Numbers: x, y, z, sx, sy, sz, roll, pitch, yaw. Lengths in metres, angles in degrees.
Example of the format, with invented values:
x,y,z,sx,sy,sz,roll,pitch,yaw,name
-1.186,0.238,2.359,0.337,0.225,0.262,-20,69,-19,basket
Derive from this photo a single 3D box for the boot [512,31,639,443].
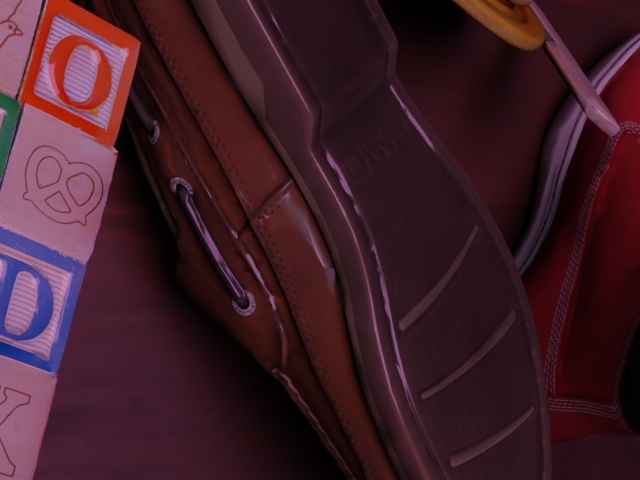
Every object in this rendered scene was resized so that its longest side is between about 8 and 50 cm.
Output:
x,y,z,sx,sy,sz,roll,pitch,yaw,name
0.174,-0.011,0.664,0.088,0.176,0.244,38,66,-23,boot

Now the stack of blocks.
x,y,z,sx,sy,sz,roll,pitch,yaw,name
-0.211,-0.041,0.430,0.297,0.087,0.171,26,68,-40,stack of blocks

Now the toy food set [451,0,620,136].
x,y,z,sx,sy,sz,roll,pitch,yaw,name
0.069,-0.155,0.631,0.218,0.128,0.071,34,114,-29,toy food set

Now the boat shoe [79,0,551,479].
x,y,z,sx,sy,sz,roll,pitch,yaw,name
0.000,0.000,0.596,0.110,0.104,0.307,-30,101,-51,boat shoe
